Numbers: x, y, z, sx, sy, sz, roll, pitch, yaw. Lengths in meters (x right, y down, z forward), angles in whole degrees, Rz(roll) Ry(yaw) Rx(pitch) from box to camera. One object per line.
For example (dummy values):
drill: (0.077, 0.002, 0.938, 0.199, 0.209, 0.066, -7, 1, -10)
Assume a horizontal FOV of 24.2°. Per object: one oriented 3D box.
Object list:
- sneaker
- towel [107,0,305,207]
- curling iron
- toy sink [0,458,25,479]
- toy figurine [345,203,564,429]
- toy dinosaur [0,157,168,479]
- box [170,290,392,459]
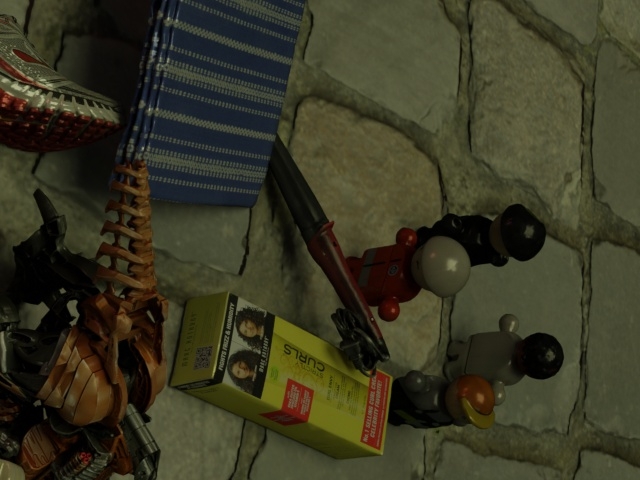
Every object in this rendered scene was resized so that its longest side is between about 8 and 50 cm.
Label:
sneaker: (-0.241, -0.133, 1.172, 0.225, 0.088, 0.092, 22, 61, -46)
towel: (-0.081, -0.196, 1.284, 0.243, 0.040, 0.336, 2, 101, -66)
curling iron: (0.000, 0.000, 1.400, 0.274, 0.035, 0.068, 67, 11, 9)
toy sink: (-0.290, 0.203, 0.977, 0.234, 0.131, 0.152, 40, 56, -51)
toy figurine: (0.143, 0.078, 1.505, 0.213, 0.148, 0.209, -19, 96, -49)
toy dinosaur: (-0.178, 0.081, 1.087, 0.322, 0.218, 0.164, -56, 154, 12)
box: (-0.031, 0.129, 1.369, 0.232, 0.058, 0.087, 32, 58, -41)
